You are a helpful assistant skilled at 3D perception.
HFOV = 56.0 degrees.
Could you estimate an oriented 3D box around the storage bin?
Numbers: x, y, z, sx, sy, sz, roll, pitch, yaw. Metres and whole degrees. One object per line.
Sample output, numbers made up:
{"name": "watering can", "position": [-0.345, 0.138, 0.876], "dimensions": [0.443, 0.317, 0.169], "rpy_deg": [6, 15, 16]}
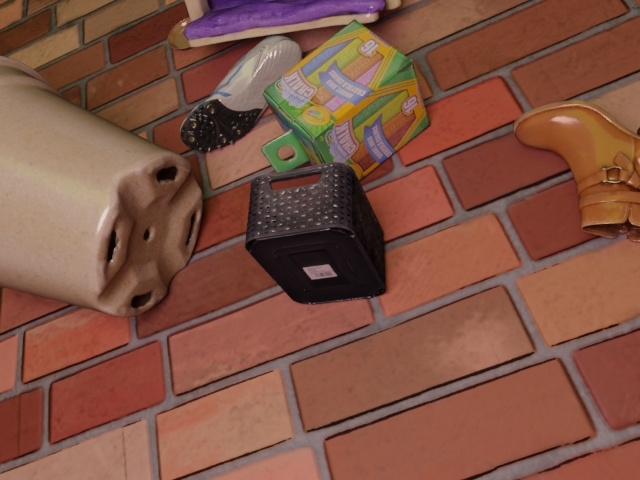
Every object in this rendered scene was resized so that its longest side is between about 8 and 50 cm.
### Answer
{"name": "storage bin", "position": [0.000, 0.000, 0.704], "dimensions": [0.122, 0.180, 0.084], "rpy_deg": [-8, 58, 17]}

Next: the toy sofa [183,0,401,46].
{"name": "toy sofa", "position": [-0.056, -0.423, 0.951], "dimensions": [0.362, 0.150, 0.177], "rpy_deg": [0, 34, 21]}

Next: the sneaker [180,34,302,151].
{"name": "sneaker", "position": [-0.126, -0.231, 0.954], "dimensions": [0.237, 0.085, 0.086], "rpy_deg": [-43, 31, -3]}

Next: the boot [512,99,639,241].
{"name": "boot", "position": [0.313, -0.079, 0.698], "dimensions": [0.197, 0.073, 0.153], "rpy_deg": [8, 69, 28]}

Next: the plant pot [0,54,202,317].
{"name": "plant pot", "position": [-0.344, -0.050, 0.807], "dimensions": [0.305, 0.334, 0.334], "rpy_deg": [18, 69, 17]}

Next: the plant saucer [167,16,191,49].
{"name": "plant saucer", "position": [-0.243, -0.381, 1.115], "dimensions": [0.083, 0.015, 0.084], "rpy_deg": [-9, 58, 16]}

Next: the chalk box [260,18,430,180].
{"name": "chalk box", "position": [0.020, -0.166, 0.822], "dimensions": [0.213, 0.132, 0.132], "rpy_deg": [-40, 56, -3]}
